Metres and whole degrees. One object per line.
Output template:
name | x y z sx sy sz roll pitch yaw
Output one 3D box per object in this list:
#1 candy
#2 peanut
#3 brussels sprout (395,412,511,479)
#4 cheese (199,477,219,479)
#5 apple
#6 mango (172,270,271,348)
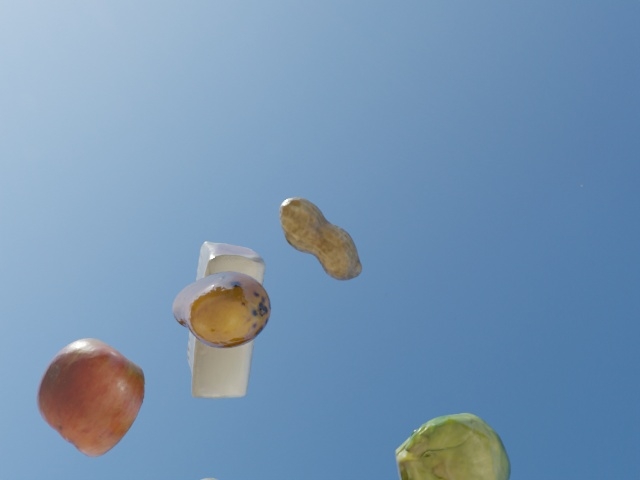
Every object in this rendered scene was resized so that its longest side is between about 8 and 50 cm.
candy | -0.234 0.185 1.506 0.144 0.208 0.359 6 -79 -16
peanut | -0.001 0.001 1.124 0.193 0.089 0.089 43 -70 -5
brussels sprout | 0.257 0.435 1.196 0.223 0.161 0.223 -1 -86 -9
cheese | -0.224 0.677 1.377 0.173 0.248 0.251 -27 -68 16
apple | -0.587 0.364 1.508 0.292 0.163 0.251 17 -106 43
mango | -0.133 0.090 0.846 0.178 0.115 0.090 8 -60 63
